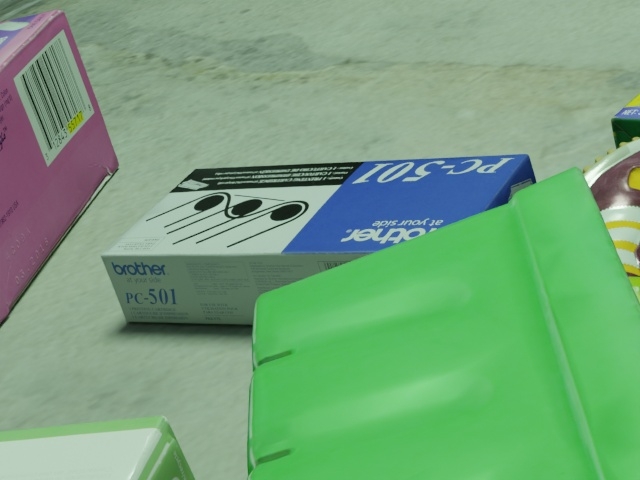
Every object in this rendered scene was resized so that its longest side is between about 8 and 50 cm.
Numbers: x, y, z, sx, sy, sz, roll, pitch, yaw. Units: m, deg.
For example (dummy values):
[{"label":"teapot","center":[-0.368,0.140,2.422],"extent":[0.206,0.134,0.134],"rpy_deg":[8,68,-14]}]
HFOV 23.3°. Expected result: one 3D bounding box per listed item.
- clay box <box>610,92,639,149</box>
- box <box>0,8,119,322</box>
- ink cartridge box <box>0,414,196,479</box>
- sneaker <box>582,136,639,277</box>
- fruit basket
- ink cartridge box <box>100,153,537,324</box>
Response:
[{"label":"clay box","center":[0.260,-0.088,0.796],"extent":[0.127,0.053,0.222],"rpy_deg":[6,34,40]},{"label":"box","center":[-0.282,-0.034,0.959],"extent":[0.243,0.117,0.213],"rpy_deg":[-9,26,19]},{"label":"ink cartridge box","center":[-0.160,0.156,0.555],"extent":[0.171,0.056,0.235],"rpy_deg":[-7,29,22]},{"label":"sneaker","center":[0.124,0.023,0.648],"extent":[0.185,0.069,0.084],"rpy_deg":[-38,40,-26]},{"label":"fruit basket","center":[0.155,0.096,0.412],"extent":[0.353,0.165,0.327],"rpy_deg":[-1,25,-2]},{"label":"ink cartridge box","center":[0.000,0.000,0.789],"extent":[0.207,0.046,0.097],"rpy_deg":[-1,30,32]}]
